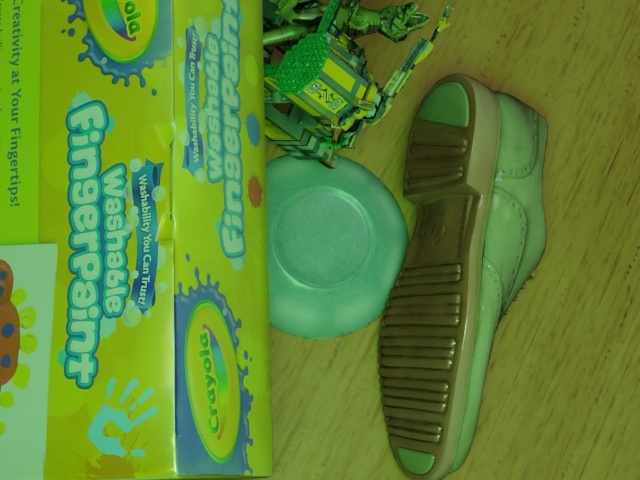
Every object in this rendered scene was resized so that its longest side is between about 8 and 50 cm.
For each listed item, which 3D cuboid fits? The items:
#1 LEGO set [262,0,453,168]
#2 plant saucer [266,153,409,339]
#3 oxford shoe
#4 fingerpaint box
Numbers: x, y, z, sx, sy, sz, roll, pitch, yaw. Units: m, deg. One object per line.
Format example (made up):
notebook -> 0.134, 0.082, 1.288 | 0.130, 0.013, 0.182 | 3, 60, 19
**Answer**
LEGO set -> 0.042, -0.208, 1.299 | 0.192, 0.255, 0.331 | 34, 64, -37
plant saucer -> 0.000, 0.000, 1.370 | 0.195, 0.037, 0.195 | 3, 78, -12
oxford shoe -> 0.158, 0.043, 1.346 | 0.146, 0.140, 0.397 | 12, 86, -32
fingerpaint box -> -0.238, -0.013, 1.168 | 0.371, 0.163, 0.445 | -8, 77, 25
